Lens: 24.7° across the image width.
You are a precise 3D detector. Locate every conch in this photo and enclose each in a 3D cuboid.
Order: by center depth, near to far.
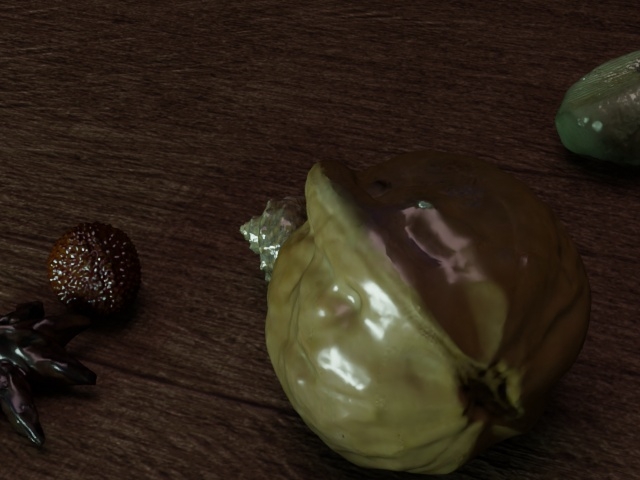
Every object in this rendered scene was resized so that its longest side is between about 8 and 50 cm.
[{"bbox_3d":[0.000,0.000,1.864,0.207,0.130,0.155,11,54,6],"label":"conch"}]

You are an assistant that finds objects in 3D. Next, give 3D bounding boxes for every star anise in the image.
[{"bbox_3d":[-0.397,0.146,1.764,0.272,0.102,0.272,-6,40,5],"label":"star anise"}]

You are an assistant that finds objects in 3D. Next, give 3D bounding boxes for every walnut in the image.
[{"bbox_3d":[0.104,0.073,1.614,0.384,0.383,0.383,-4,39,3],"label":"walnut"}]

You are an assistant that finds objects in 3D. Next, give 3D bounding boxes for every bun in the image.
[{"bbox_3d":[0.434,-0.177,2.025,0.204,0.126,0.212,-11,24,38],"label":"bun"}]

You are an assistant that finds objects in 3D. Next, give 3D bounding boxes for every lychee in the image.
[{"bbox_3d":[-0.283,0.041,1.862,0.129,0.123,0.123,24,48,35],"label":"lychee"}]
